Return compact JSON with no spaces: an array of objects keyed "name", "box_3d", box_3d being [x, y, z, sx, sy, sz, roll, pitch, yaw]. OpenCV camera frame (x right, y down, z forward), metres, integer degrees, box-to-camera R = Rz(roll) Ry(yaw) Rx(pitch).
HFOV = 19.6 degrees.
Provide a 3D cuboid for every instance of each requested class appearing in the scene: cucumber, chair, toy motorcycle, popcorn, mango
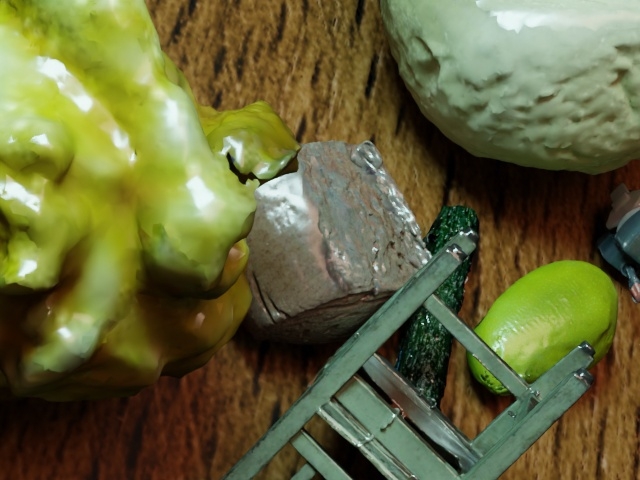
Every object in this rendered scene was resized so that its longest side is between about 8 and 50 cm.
[{"name":"cucumber","box_3d":[0.082,0.074,1.409,0.044,0.043,0.257,30,48,-17]},{"name":"chair","box_3d":[0.049,0.134,1.263,0.136,0.270,0.147,43,9,2]},{"name":"toy motorcycle","box_3d":[0.337,0.038,1.587,0.221,0.102,0.150,38,25,-12]},{"name":"popcorn","box_3d":[-0.187,-0.038,1.151,0.325,0.321,0.290,24,64,-1]},{"name":"mango","box_3d":[0.179,0.071,1.459,0.091,0.074,0.165,53,45,4]}]

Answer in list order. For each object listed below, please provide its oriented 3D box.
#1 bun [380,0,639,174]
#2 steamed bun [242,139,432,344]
[{"name":"bun","box_3d":[0.210,-0.194,1.552,0.349,0.227,0.352,24,50,10]},{"name":"steamed bun","box_3d":[0.000,0.000,1.357,0.175,0.106,0.145,-16,71,-44]}]
